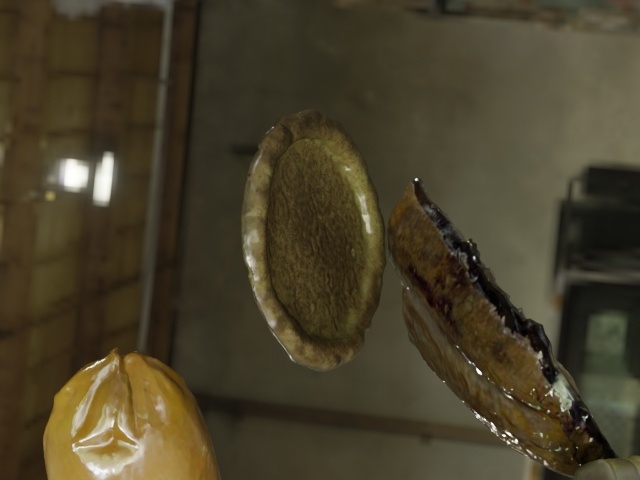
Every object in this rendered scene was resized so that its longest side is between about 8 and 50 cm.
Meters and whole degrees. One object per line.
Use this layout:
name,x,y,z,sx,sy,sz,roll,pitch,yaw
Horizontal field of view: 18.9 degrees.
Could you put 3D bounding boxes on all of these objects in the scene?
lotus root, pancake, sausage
lotus root,0.115,0.079,1.348,0.167,0.078,0.329,53,-179,-27
pancake,-0.001,0.000,1.384,0.199,0.021,0.199,16,-109,-58
sausage,-0.135,0.226,1.488,0.116,0.134,0.354,-81,-15,-46

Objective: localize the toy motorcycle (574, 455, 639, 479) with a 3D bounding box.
toy motorcycle,0.225,0.181,1.170,0.341,0.223,0.108,36,-142,-68
